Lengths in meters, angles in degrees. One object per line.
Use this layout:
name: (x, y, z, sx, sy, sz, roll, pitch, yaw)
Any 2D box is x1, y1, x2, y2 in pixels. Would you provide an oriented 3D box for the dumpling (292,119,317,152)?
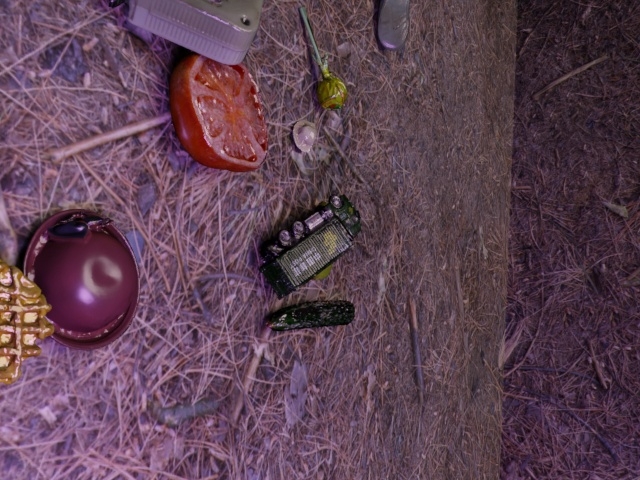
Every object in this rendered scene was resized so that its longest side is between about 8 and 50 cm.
dumpling: (-0.039, -0.245, 1.406, 0.052, 0.057, 0.076, -132, -119, -85)

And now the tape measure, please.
tape measure: (-0.216, -0.429, 1.031, 0.235, 0.115, 0.207, 19, 52, -19)

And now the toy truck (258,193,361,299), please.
toy truck: (-0.016, 0.003, 1.289, 0.259, 0.088, 0.121, -36, 93, -38)

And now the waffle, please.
waffle: (-0.423, 0.088, 0.723, 0.194, 0.051, 0.149, 49, 56, -29)

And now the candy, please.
candy: (-0.001, -0.448, 1.483, 0.073, 0.077, 0.262, -27, 98, -58)

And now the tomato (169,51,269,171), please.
tomato: (-0.193, -0.229, 1.112, 0.236, 0.095, 0.237, 27, 57, -51)

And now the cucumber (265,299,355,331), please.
cucumber: (-0.022, 0.165, 1.333, 0.293, 0.067, 0.068, 6, 80, -55)

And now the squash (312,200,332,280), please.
squash: (0.000, 0.000, 1.400, 0.066, 0.066, 0.201, 38, 48, -48)

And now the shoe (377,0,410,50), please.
shoe: (0.225, -0.699, 1.851, 0.100, 0.103, 0.251, -179, -81, -80)

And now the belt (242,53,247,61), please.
belt: (-0.188, -0.402, 1.181, 0.105, 0.058, 0.140, 28, 62, -48)

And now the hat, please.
hat: (-0.325, 0.054, 0.862, 0.205, 0.089, 0.206, 16, 70, -55)
